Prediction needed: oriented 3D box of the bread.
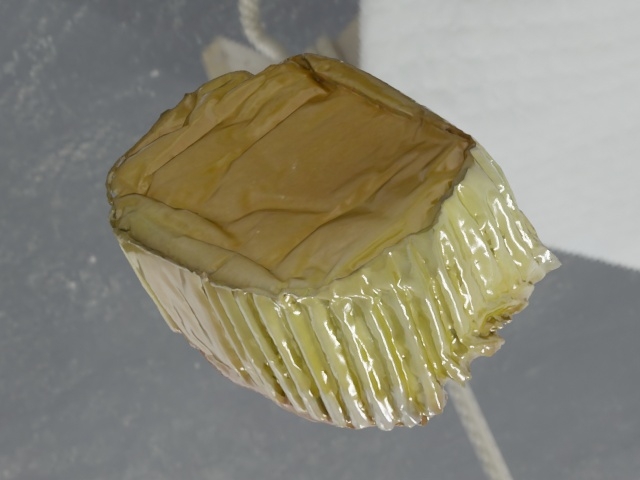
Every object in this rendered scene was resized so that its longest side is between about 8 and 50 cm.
[{"bbox_3d":[0.000,0.000,0.810,0.179,0.250,0.133,-38,127,-24],"label":"bread"}]
